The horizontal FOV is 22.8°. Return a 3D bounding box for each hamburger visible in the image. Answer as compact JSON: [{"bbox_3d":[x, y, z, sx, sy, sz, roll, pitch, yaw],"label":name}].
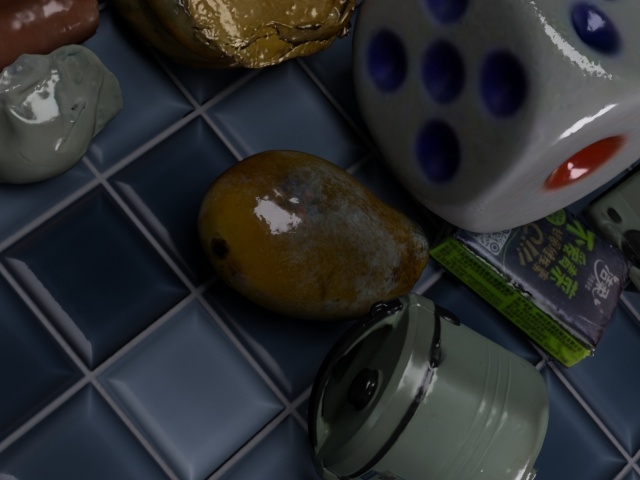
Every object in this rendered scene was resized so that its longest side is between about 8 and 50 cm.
[{"bbox_3d":[-0.111,-0.324,1.870,0.318,0.158,0.318,13,62,-25],"label":"hamburger"}]

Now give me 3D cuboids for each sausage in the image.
[{"bbox_3d":[-0.411,-0.188,1.674,0.419,0.094,0.094,-30,88,-36],"label":"sausage"}]

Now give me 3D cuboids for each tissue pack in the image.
[{"bbox_3d":[0.263,0.024,1.969,0.235,0.073,0.173,39,51,-8],"label":"tissue pack"}]

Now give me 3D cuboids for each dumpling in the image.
[{"bbox_3d":[-0.306,-0.140,1.681,0.229,0.151,0.124,-29,57,-36],"label":"dumpling"}]

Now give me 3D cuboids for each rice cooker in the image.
[{"bbox_3d":[0.108,0.186,1.722,0.244,0.226,0.226,28,56,-18],"label":"rice cooker"}]

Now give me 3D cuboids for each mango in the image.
[{"bbox_3d":[0.000,0.000,1.796,0.316,0.146,0.193,13,62,-40],"label":"mango"}]

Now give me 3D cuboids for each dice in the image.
[{"bbox_3d":[0.234,-0.211,1.850,0.277,0.304,0.304,-15,67,-38],"label":"dice"}]

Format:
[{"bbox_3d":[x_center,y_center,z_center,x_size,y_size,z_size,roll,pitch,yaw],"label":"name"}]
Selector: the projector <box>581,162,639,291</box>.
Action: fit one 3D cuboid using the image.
[{"bbox_3d":[0.525,-0.031,2.037,0.248,0.248,0.249,-35,87,-37],"label":"projector"}]
